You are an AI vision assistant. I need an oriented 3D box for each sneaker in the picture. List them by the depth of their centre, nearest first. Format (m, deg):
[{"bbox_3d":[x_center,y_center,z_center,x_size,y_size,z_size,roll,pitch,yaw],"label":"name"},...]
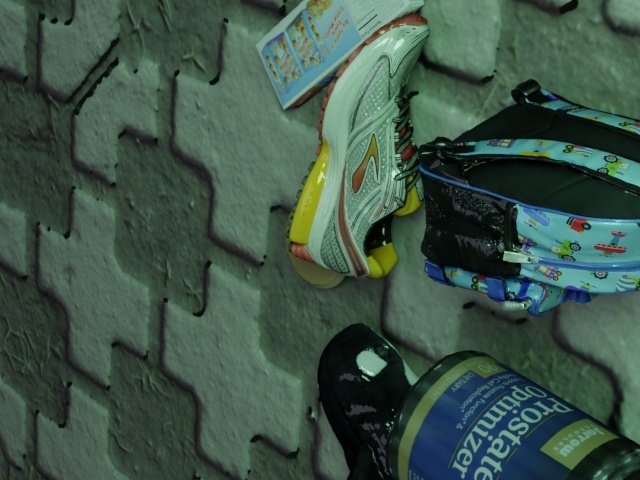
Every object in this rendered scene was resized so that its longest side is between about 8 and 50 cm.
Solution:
[{"bbox_3d":[0.049,-0.071,1.104,0.093,0.088,0.225,26,122,18],"label":"sneaker"}]

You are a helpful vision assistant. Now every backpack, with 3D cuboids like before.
[{"bbox_3d":[0.168,-0.020,0.925,0.173,0.158,0.117,16,122,32],"label":"backpack"}]

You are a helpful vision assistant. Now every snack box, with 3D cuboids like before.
[{"bbox_3d":[0.012,-0.173,1.146,0.178,0.022,0.064,-34,76,48],"label":"snack box"}]

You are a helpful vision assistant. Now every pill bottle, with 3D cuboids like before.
[{"bbox_3d":[0.161,0.176,1.007,0.219,0.123,0.123,30,122,39],"label":"pill bottle"}]

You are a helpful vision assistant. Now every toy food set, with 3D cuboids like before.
[{"bbox_3d":[0.000,0.000,1.213,0.082,0.020,0.083,57,137,20],"label":"toy food set"}]

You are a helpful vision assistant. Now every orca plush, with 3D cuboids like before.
[{"bbox_3d":[0.050,0.214,1.158,0.151,0.102,0.287,-11,94,49],"label":"orca plush"}]
